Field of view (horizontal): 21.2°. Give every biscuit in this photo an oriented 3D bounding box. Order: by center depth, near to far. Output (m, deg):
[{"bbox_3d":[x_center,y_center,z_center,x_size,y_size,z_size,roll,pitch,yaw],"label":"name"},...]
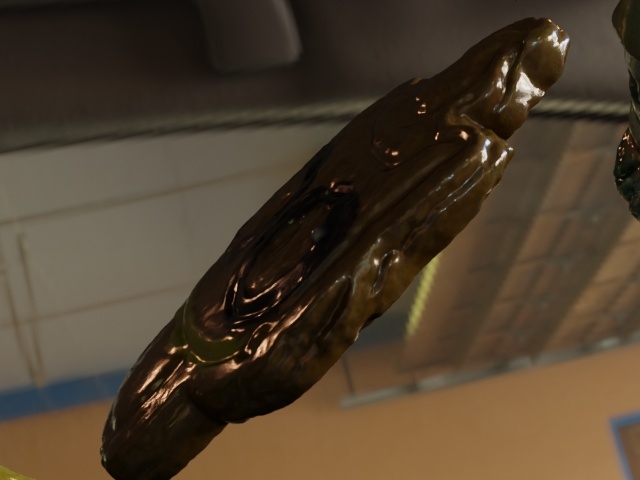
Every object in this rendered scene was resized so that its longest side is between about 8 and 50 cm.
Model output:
[{"bbox_3d":[0.000,0.000,0.786,0.290,0.041,0.208,-45,14,7],"label":"biscuit"}]

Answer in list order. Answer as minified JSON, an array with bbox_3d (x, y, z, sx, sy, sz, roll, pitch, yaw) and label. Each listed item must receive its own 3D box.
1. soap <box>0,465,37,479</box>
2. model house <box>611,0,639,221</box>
[{"bbox_3d":[-0.237,0.253,0.870,0.427,0.306,0.115,24,-14,-20],"label":"soap"},{"bbox_3d":[0.290,-0.081,1.049,0.194,0.267,0.325,-25,-36,1],"label":"model house"}]
